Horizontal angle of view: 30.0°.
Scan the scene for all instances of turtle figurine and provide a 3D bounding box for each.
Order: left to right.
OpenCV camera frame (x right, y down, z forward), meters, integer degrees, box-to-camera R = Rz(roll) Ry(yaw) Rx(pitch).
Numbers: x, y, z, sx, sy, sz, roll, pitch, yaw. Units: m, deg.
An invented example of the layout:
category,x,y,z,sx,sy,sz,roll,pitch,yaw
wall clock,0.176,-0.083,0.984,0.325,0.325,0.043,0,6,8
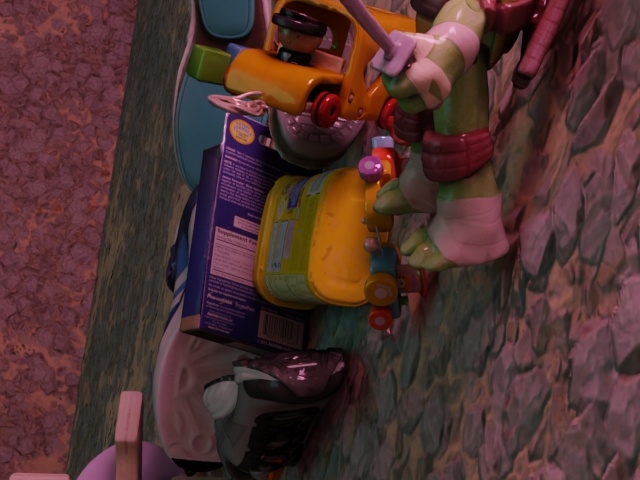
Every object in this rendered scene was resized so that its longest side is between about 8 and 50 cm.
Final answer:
category,x,y,z,sx,sy,sz,roll,pitch,yaw
turtle figurine,0.034,-0.120,0.755,0.197,0.274,0.266,21,127,43

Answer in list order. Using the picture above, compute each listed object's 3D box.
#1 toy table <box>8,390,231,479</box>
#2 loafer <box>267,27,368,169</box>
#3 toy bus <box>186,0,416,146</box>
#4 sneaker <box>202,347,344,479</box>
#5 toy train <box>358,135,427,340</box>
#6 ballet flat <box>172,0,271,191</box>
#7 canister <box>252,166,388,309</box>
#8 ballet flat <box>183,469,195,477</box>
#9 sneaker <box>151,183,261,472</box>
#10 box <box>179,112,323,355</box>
category,x,y,z,sx,sy,sz,roll,pitch,yaw
toy table,-0.229,0.328,1.399,0.161,0.252,0.274,94,166,-50
loafer,-0.006,-0.135,1.176,0.251,0.094,0.087,-85,11,-55
toy bus,0.003,-0.152,0.955,0.202,0.190,0.104,-128,51,-69
sneaker,-0.038,0.161,1.093,0.271,0.100,0.108,132,132,-67
toy train,0.061,-0.008,0.935,0.125,0.046,0.166,42,-135,-76
ballet flat,-0.107,-0.248,1.498,0.139,0.139,0.400,-114,25,-63
canister,0.000,0.000,1.080,0.170,0.073,0.126,174,107,-72
ballet flat,-0.148,0.199,1.499,0.084,0.058,0.250,37,127,33
sneaker,-0.117,0.083,1.361,0.236,0.130,0.323,-171,88,-83
box,-0.063,-0.003,1.183,0.036,0.136,0.225,-14,63,46
